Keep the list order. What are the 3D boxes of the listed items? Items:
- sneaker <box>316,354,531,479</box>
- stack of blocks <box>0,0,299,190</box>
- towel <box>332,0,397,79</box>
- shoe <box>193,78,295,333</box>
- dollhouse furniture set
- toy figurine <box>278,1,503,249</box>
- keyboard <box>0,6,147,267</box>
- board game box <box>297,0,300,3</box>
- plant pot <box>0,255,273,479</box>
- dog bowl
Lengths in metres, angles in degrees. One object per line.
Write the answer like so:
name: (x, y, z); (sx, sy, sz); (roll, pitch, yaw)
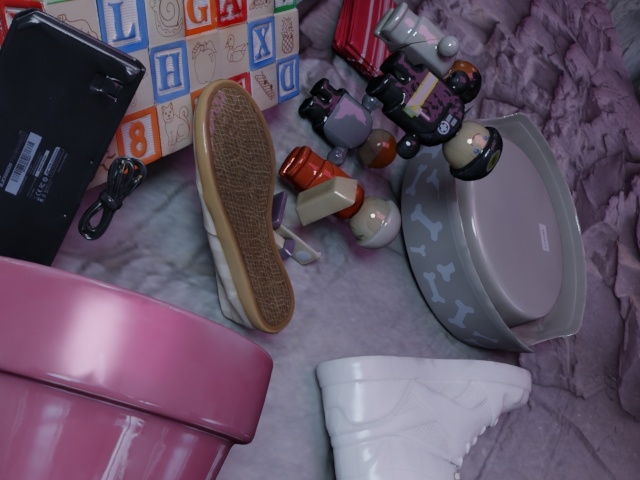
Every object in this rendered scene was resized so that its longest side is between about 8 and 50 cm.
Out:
sneaker: (0.123, 0.211, 0.709); (0.293, 0.108, 0.169); (8, 66, -36)
stack of blocks: (-0.130, -0.173, 0.558); (0.297, 0.087, 0.171); (-39, 136, -51)
towel: (0.124, -0.256, 1.002); (0.275, 0.031, 0.198); (39, 44, -32)
shoe: (-0.075, -0.024, 0.576); (0.077, 0.058, 0.219); (-25, 112, -45)
dollhouse furniture set: (0.000, 0.000, 0.663); (0.081, 0.114, 0.091); (41, 42, -34)
toy figurine: (0.077, -0.119, 0.727); (0.148, 0.213, 0.209); (36, 35, -20)
keyboard: (-0.174, -0.045, 0.442); (0.108, 0.180, 0.023); (25, 17, -21)
board game box: (-0.127, -0.411, 0.742); (0.224, 0.098, 0.303); (19, 56, -41)
plant pot: (-0.145, 0.126, 0.383); (0.201, 0.201, 0.180); (31, 65, -36)
dog bowl: (0.239, -0.012, 0.926); (0.349, 0.102, 0.348); (18, 65, -44)
